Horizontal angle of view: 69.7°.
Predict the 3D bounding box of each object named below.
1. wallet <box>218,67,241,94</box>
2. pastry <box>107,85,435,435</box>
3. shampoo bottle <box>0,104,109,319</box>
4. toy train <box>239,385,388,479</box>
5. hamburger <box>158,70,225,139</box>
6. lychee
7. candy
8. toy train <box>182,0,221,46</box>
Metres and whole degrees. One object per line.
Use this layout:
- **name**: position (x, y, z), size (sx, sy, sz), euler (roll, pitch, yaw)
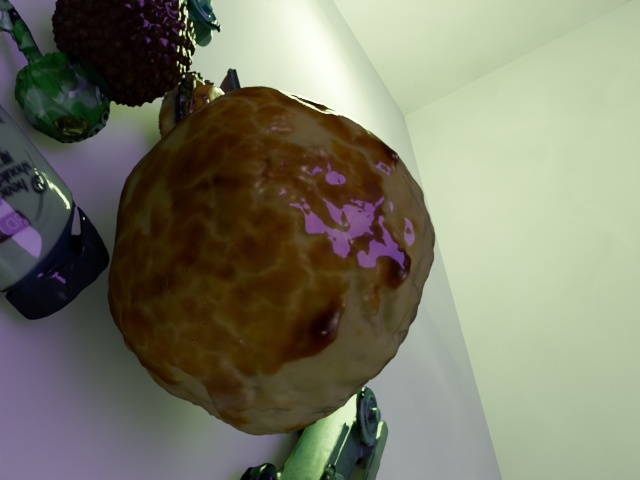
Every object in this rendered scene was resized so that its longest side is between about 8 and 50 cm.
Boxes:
- **wallet**: position (-0.154, -0.178, 0.833), size (0.025, 0.119, 0.232), euler (-5, 70, -32)
- **pastry**: position (-0.065, 0.010, 0.528), size (0.312, 0.388, 0.388), euler (42, 34, -45)
- **shampoo bottle**: position (-0.336, -0.096, 0.410), size (0.359, 0.078, 0.134), euler (57, 23, -22)
- **toy train**: position (0.019, 0.371, 0.672), size (0.369, 0.150, 0.237), euler (-37, 111, -66)
- **hamburger**: position (-0.196, -0.174, 0.736), size (0.164, 0.093, 0.189), euler (31, 56, -73)
- **lychee**: position (-0.254, -0.280, 0.609), size (0.188, 0.188, 0.188), euler (47, 31, -39)
- **candy**: position (-0.360, -0.257, 0.530), size (0.323, 0.097, 0.097), euler (57, 24, -2)
- **toy train**: position (-0.276, -0.427, 0.804), size (0.163, 0.112, 0.203), euler (65, 22, 11)
